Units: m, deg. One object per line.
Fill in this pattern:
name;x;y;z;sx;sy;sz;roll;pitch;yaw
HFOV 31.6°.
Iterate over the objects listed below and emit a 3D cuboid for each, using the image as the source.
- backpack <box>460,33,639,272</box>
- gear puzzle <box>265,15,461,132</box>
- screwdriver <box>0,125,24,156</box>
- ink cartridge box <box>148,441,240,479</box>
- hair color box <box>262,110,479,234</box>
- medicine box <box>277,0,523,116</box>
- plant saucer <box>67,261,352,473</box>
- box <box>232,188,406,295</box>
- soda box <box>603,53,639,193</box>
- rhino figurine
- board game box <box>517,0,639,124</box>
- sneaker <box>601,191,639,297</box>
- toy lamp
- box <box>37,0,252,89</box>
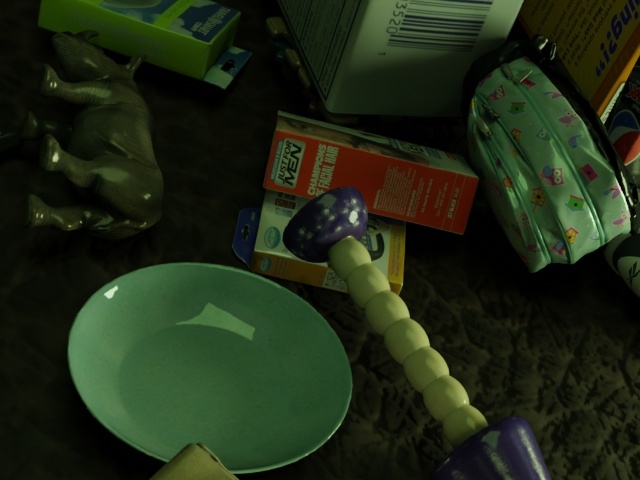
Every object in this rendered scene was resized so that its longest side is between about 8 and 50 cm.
backpack;0.187;-0.061;0.937;0.115;0.152;0.182;-30;46;9
gear puzzle;0.116;-0.164;1.107;0.339;0.044;0.175;-7;47;-28
screwdriver;-0.310;-0.059;0.871;0.170;0.024;0.025;-18;83;-30
ink cartridge box;-0.052;0.250;0.592;0.235;0.088;0.193;36;45;20
hair color box;0.039;-0.058;0.936;0.167;0.053;0.093;12;15;-5
medicine box;0.067;-0.298;0.998;0.149;0.263;0.289;0;44;-22
plant saucer;-0.076;0.092;0.775;0.195;0.037;0.195;11;39;-9
box;0.000;0.000;0.908;0.136;0.028;0.081;14;43;-7
soda box;0.286;-0.094;0.992;0.060;0.169;0.053;2;45;-16
rhino figurine;-0.180;-0.094;0.909;0.106;0.073;0.243;16;39;-27
board game box;0.419;-0.339;1.127;0.356;0.356;0.356;4;45;-24
sneaker;0.364;0.032;0.947;0.235;0.094;0.153;3;47;-15
toy lamp;0.069;0.087;0.794;0.080;0.080;0.274;-17;58;-31
box;-0.154;-0.200;1.036;0.178;0.042;0.109;19;30;2
